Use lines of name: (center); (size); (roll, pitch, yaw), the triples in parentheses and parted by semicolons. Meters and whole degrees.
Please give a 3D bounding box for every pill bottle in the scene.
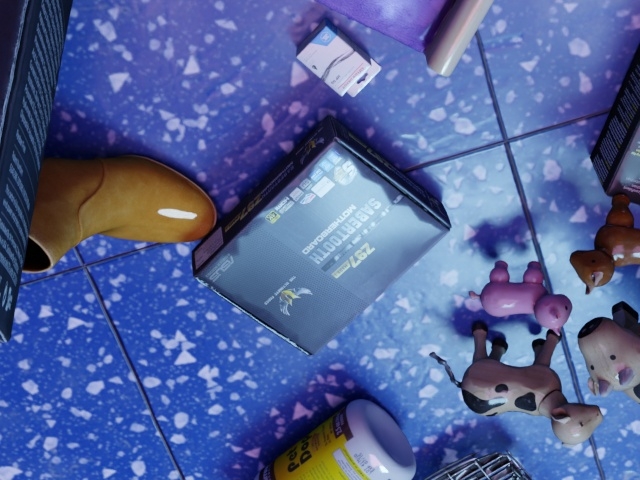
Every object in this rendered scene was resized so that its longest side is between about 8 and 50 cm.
pill bottle: (0.001, 0.293, 1.651); (0.215, 0.117, 0.117); (-39, 111, 17)

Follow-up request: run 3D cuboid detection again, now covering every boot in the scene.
boot: (-0.256, -0.020, 1.436); (0.295, 0.211, 0.104); (18, 116, -10)

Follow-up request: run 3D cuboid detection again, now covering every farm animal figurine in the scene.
farm animal figurine: (0.325, 0.131, 1.481); (0.327, 0.172, 0.330); (26, 136, -10)

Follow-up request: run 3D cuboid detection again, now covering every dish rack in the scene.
dish rack: (0.217, 0.376, 1.724); (0.208, 0.074, 0.271); (-34, 111, 14)

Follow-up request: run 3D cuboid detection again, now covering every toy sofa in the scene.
toy sofa: (0.001, -0.301, 1.316); (0.363, 0.177, 0.150); (24, 114, -13)

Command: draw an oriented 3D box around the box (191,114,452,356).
box: (0.000, 0.000, 1.521); (0.183, 0.059, 0.233); (37, 112, -28)

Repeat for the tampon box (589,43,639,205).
tampon box: (0.376, -0.120, 1.452); (0.120, 0.101, 0.161); (16, 117, -8)

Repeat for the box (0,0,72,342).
box: (-0.473, -0.187, 1.185); (0.480, 0.297, 0.471); (10, 80, -5)

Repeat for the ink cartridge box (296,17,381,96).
ink cartridge box: (0.020, -0.188, 1.455); (0.083, 0.028, 0.048); (38, 111, -19)
